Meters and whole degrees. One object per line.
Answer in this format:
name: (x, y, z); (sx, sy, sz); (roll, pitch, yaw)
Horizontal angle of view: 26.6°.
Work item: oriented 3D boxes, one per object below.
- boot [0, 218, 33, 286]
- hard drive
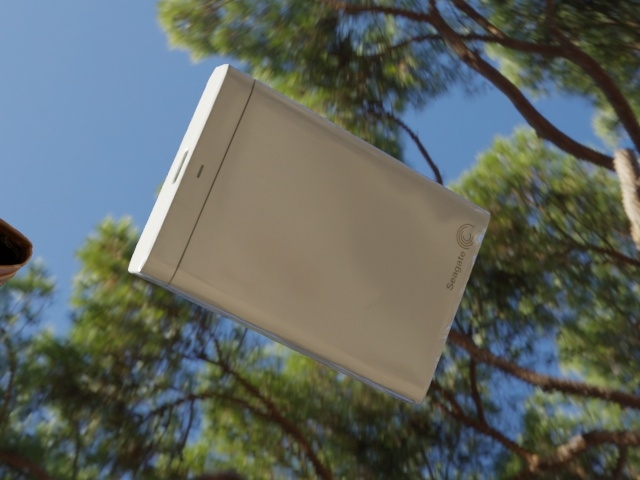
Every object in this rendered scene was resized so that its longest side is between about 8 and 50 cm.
boot: (-0.477, 0.008, 1.501); (0.283, 0.220, 0.109); (21, -112, -30)
hard drive: (0.000, 0.000, 1.428); (0.353, 0.047, 0.233); (28, -104, -25)
